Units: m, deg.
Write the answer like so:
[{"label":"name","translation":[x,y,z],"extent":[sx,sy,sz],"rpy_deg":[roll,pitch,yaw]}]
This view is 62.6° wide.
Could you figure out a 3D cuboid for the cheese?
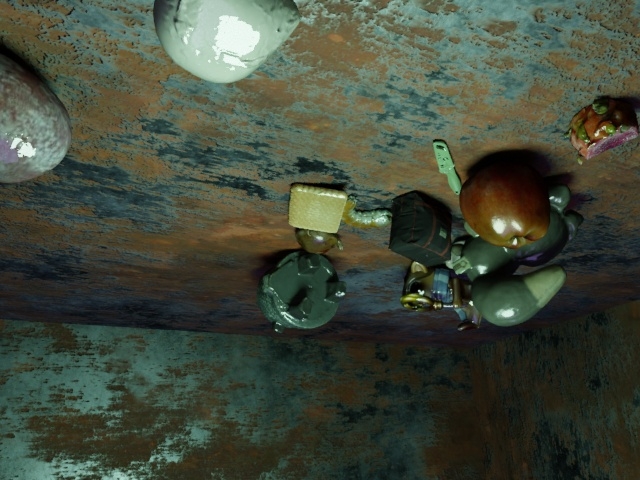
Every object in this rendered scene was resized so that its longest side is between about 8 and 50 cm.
[{"label":"cheese","translation":[-0.154,-0.333,0.782],"extent":[0.198,0.154,0.189],"rpy_deg":[21,129,-37]}]

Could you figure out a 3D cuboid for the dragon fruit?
[{"label":"dragon fruit","translation":[0.610,-0.248,1.139],"extent":[0.147,0.102,0.096],"rpy_deg":[-24,158,23]}]

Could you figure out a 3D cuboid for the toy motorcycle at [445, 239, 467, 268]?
[{"label":"toy motorcycle","translation":[0.537,0.064,1.869],"extent":[0.222,0.108,0.340],"rpy_deg":[2,166,16]}]

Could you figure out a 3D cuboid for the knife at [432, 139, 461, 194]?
[{"label":"knife","translation":[0.331,-0.183,1.370],"extent":[0.043,0.020,0.293],"rpy_deg":[-9,156,20]}]

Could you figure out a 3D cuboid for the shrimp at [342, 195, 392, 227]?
[{"label":"shrimp","translation":[0.135,-0.090,1.557],"extent":[0.161,0.049,0.166],"rpy_deg":[-5,150,10]}]

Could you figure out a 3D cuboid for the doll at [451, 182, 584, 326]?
[{"label":"doll","translation":[0.588,0.044,1.489],"extent":[0.382,0.379,0.252],"rpy_deg":[-37,138,27]}]

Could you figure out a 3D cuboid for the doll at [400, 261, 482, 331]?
[{"label":"doll","translation":[0.476,0.215,2.015],"extent":[0.339,0.209,0.318],"rpy_deg":[20,177,14]}]

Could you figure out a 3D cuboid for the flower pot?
[{"label":"flower pot","translation":[-0.086,0.181,1.874],"extent":[0.299,0.299,0.282],"rpy_deg":[11,162,-29]}]

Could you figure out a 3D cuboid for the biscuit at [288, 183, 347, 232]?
[{"label":"biscuit","translation":[-0.013,-0.090,1.527],"extent":[0.160,0.030,0.250],"rpy_deg":[9,157,-1]}]

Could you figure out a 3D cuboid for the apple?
[{"label":"apple","translation":[0.468,-0.094,1.339],"extent":[0.233,0.234,0.234],"rpy_deg":[-2,158,-1]}]

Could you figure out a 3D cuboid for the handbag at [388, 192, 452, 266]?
[{"label":"handbag","translation":[0.295,-0.031,1.540],"extent":[0.155,0.169,0.215],"rpy_deg":[-19,150,41]}]

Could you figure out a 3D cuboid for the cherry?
[{"label":"cherry","translation":[-0.586,-0.213,0.964],"extent":[0.236,0.213,0.285],"rpy_deg":[-10,149,-4]}]

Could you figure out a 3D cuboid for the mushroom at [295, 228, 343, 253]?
[{"label":"mushroom","translation":[0.000,0.002,1.711],"extent":[0.170,0.080,0.135],"rpy_deg":[14,163,-27]}]
